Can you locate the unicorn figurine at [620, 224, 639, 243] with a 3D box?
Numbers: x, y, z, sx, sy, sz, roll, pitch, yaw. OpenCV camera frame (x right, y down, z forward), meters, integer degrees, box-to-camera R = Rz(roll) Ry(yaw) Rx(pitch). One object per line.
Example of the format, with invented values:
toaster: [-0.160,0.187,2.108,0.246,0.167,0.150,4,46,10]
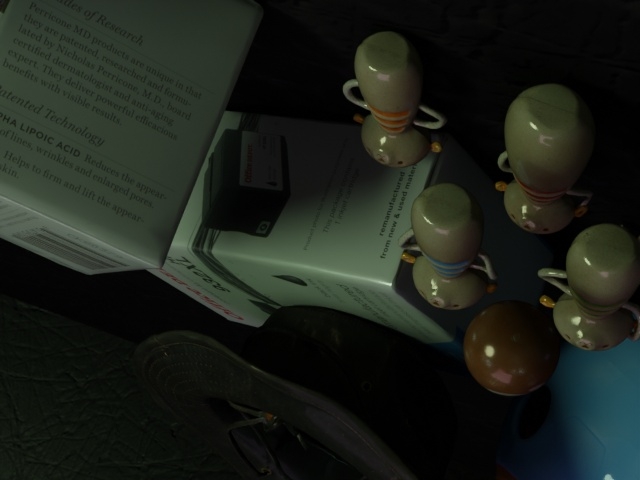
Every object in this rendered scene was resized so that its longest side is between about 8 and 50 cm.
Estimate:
unicorn figurine: [0.272,0.015,0.905,0.111,0.060,0.162,20,-178,-1]

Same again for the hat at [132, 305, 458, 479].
hat: [0.021,0.141,1.013,0.331,0.134,0.331,28,153,16]

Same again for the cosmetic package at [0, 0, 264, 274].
cosmetic package: [-0.157,-0.090,0.824,0.151,0.184,0.151,26,165,-24]

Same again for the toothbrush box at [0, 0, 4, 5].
toothbrush box: [-0.233,-0.221,0.530,0.283,0.122,0.206,30,164,-16]

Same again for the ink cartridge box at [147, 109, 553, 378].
ink cartridge box: [0.000,0.000,1.053,0.307,0.129,0.223,10,163,36]

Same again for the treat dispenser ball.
treat dispenser ball: [0.289,0.197,1.067,0.288,0.288,0.288,19,166,5]

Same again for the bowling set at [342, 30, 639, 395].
bowling set: [0.119,0.010,0.791,0.287,0.200,0.154,20,160,15]
